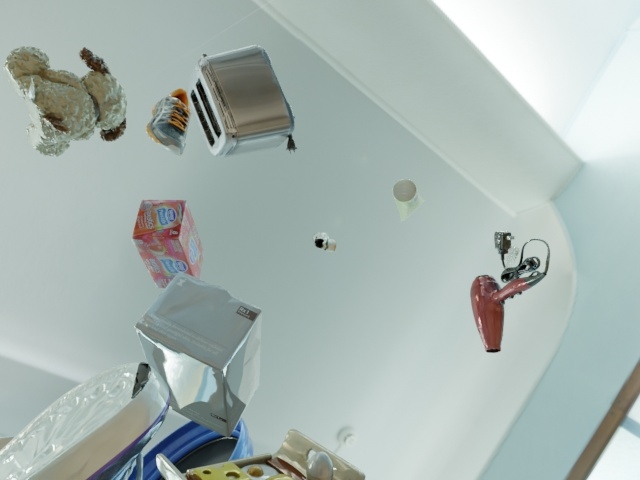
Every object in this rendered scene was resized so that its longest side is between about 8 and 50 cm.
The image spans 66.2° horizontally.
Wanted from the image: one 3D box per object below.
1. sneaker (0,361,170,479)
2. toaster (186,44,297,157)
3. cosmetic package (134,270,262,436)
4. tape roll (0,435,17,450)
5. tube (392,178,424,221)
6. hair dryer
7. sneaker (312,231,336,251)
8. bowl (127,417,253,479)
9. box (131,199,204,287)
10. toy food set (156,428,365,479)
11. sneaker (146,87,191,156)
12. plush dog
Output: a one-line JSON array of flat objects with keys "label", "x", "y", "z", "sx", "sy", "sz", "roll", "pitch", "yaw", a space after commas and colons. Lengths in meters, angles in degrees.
[{"label": "sneaker", "x": -0.215, "y": 0.289, "z": 0.474, "sx": 0.323, "sy": 0.130, "sz": 0.236, "roll": -38, "pitch": -69, "yaw": 1}, {"label": "toaster", "x": -0.151, "y": -0.250, "z": 0.928, "sx": 0.147, "sy": 0.129, "sz": 0.226, "roll": -21, "pitch": -92, "yaw": -31}, {"label": "cosmetic package", "x": -0.156, "y": 0.164, "z": 0.672, "sx": 0.237, "sy": 0.127, "sz": 0.107, "roll": 96, "pitch": -159, "yaw": -52}, {"label": "tape roll", "x": -0.758, "y": 0.560, "z": 1.295, "sx": 0.392, "sy": 0.392, "sz": 0.071, "roll": 6, "pitch": -116, "yaw": -26}, {"label": "tube", "x": 0.237, "y": -0.104, "z": 1.326, "sx": 0.070, "sy": 0.240, "sz": 0.062, "roll": -2, "pitch": -100, "yaw": 16}, {"label": "hair dryer", "x": 0.420, "y": 0.121, "z": 1.148, "sx": 0.080, "sy": 0.223, "sz": 0.293, "roll": 9, "pitch": -80, "yaw": -5}, {"label": "sneaker", "x": 0.000, "y": 0.000, "z": 1.041, "sx": 0.037, "sy": 0.083, "sz": 0.031, "roll": 7, "pitch": -79, "yaw": -31}, {"label": "bowl", "x": -0.329, "y": 0.566, "z": 1.150, "sx": 0.391, "sy": 0.391, "sz": 0.077, "roll": -34, "pitch": -76, "yaw": -13}, {"label": "box", "x": -0.403, "y": 0.016, "z": 1.330, "sx": 0.123, "sy": 0.128, "sz": 0.256, "roll": 1, "pitch": -35, "yaw": -1}, {"label": "toy food set", "x": -0.101, "y": 0.403, "z": 0.857, "sx": 0.306, "sy": 0.220, "sz": 0.092, "roll": 11, "pitch": -91, "yaw": -43}, {"label": "sneaker", "x": -0.320, "y": -0.262, "z": 1.065, "sx": 0.083, "sy": 0.214, "sz": 0.084, "roll": -40, "pitch": -46, "yaw": 18}, {"label": "plush dog", "x": -0.568, "y": -0.325, "z": 1.165, "sx": 0.225, "sy": 0.211, "sz": 0.262, "roll": -34, "pitch": -43, "yaw": -39}]
